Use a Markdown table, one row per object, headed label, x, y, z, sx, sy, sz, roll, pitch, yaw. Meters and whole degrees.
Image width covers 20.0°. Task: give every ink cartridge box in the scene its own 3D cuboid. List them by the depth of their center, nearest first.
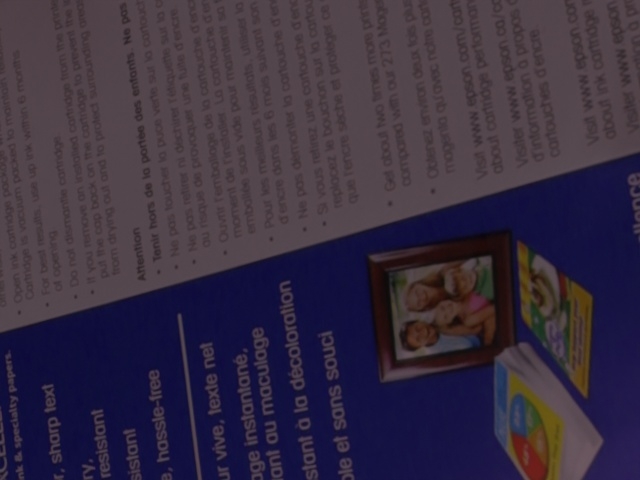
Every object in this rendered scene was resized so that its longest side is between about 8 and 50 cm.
| label | x | y | z | sx | sy | sz | roll | pitch | yaw |
| --- | --- | --- | --- | --- | --- | --- | --- | --- | --- |
| ink cartridge box | 0.000 | 0.000 | 0.465 | 0.371 | 0.069 | 0.175 | -15 | 78 | 33 |
